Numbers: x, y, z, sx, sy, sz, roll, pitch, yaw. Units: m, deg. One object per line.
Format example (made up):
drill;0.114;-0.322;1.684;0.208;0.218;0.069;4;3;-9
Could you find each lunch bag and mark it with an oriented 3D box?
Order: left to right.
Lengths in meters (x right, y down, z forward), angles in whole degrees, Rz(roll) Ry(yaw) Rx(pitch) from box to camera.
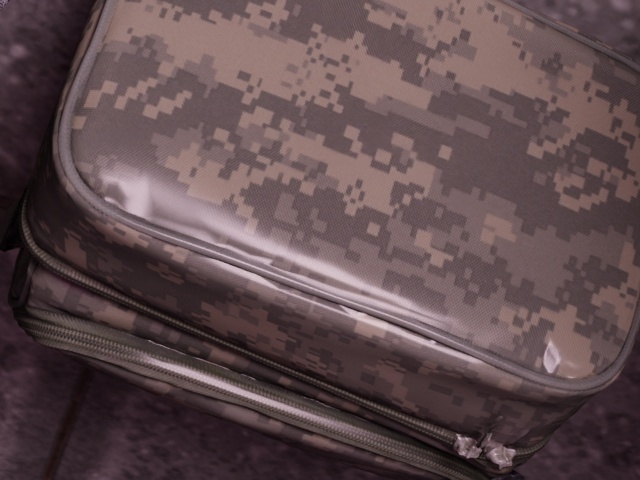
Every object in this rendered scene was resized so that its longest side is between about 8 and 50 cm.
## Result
lunch bag;0.000;0.000;0.971;0.305;0.213;0.256;21;152;-9

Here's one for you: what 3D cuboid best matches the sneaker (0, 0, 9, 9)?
sneaker;-0.170;-0.179;0.893;0.268;0.101;0.153;-14;132;32
